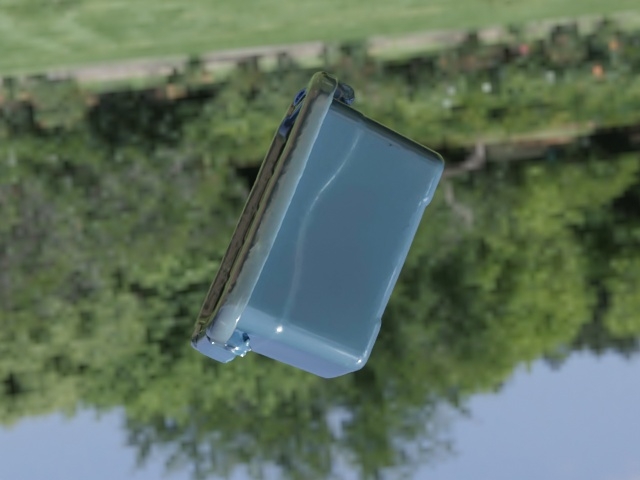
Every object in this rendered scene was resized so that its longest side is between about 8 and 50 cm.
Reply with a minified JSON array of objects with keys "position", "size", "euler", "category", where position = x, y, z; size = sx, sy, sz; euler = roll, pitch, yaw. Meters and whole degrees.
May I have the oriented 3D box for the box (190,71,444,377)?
[{"position":[0.000,0.000,0.643],"size":[0.054,0.099,0.074],"euler":[23,169,-5],"category":"box"}]
